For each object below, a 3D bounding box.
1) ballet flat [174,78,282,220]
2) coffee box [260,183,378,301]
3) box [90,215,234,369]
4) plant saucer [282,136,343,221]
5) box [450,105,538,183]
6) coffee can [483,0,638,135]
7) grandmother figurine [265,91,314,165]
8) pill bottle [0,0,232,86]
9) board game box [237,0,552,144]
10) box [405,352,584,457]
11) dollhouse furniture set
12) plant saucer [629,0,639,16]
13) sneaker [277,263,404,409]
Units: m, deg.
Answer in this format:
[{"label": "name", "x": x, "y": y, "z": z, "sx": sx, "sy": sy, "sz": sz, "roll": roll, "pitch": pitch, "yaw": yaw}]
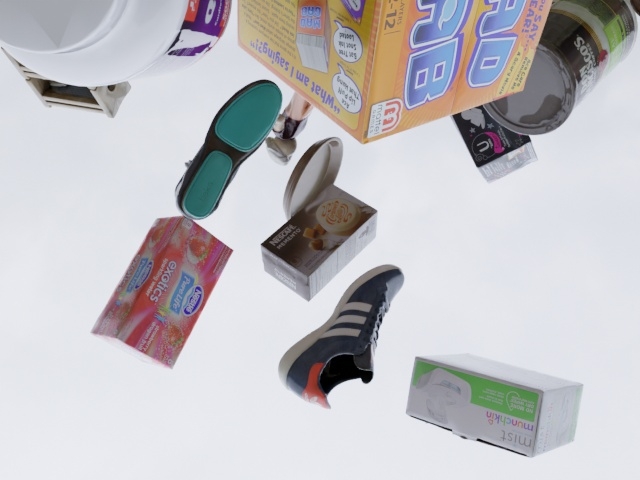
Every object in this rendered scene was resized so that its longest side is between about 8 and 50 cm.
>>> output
[{"label": "ballet flat", "x": -0.123, "y": -0.119, "z": 0.813, "sx": 0.074, "sy": 0.074, "sz": 0.203, "roll": 30, "pitch": -93, "yaw": 27}, {"label": "coffee box", "x": 0.000, "y": 0.000, "z": 1.434, "sx": 0.141, "sy": 0.098, "sz": 0.246, "roll": 33, "pitch": -123, "yaw": 26}, {"label": "box", "x": -0.340, "y": 0.110, "z": 1.387, "sx": 0.142, "sy": 0.154, "sz": 0.300, "roll": -2, "pitch": -125, "yaw": 49}, {"label": "plant saucer", "x": -0.024, "y": -0.167, "z": 1.773, "sx": 0.041, "sy": 0.278, "sz": 0.278, "roll": 30, "pitch": -132, "yaw": 17}, {"label": "box", "x": 0.407, "y": -0.288, "z": 1.555, "sx": 0.142, "sy": 0.163, "sz": 0.247, "roll": -26, "pitch": -109, "yaw": 18}, {"label": "coffee can", "x": 0.462, "y": -0.361, "z": 1.245, "sx": 0.201, "sy": 0.201, "sz": 0.275, "roll": 31, "pitch": -123, "yaw": 28}, {"label": "grandmother figurine", "x": -0.061, "y": -0.336, "z": 1.685, "sx": 0.104, "sy": 0.342, "sz": 0.208, "roll": 43, "pitch": -137, "yaw": 16}, {"label": "pill bottle", "x": -0.193, "y": -0.240, "z": 0.590, "sx": 0.181, "sy": 0.181, "sz": 0.323, "roll": 3, "pitch": -162, "yaw": 0}, {"label": "board game box", "x": 0.113, "y": -0.424, "z": 0.969, "sx": 0.356, "sy": 0.356, "sz": 0.356, "roll": -23, "pitch": -130, "yaw": -29}, {"label": "box", "x": 0.339, "y": 0.313, "z": 1.244, "sx": 0.262, "sy": 0.127, "sz": 0.231, "roll": 9, "pitch": 179, "yaw": 40}, {"label": "dollhouse furniture set", "x": -0.355, "y": -0.306, "z": 0.965, "sx": 0.129, "sy": 0.129, "sz": 0.184, "roll": 12, "pitch": -117, "yaw": 16}, {"label": "plant saucer", "x": 0.620, "y": -0.463, "z": 1.076, "sx": 0.036, "sy": 0.198, "sz": 0.198, "roll": 11, "pitch": -144, "yaw": -28}, {"label": "sneaker", "x": 0.082, "y": 0.199, "z": 1.296, "sx": 0.148, "sy": 0.131, "sz": 0.350, "roll": 30, "pitch": -112, "yaw": 38}]
